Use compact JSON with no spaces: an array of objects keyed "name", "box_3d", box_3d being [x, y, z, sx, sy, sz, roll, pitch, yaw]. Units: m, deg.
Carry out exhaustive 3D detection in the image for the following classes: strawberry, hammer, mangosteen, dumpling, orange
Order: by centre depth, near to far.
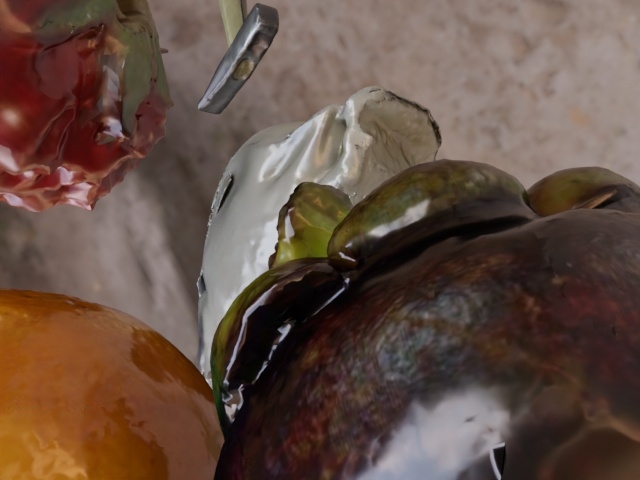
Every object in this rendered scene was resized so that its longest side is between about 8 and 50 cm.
[{"name":"hammer","box_3d":[-0.046,-0.143,0.861,0.062,0.013,0.199,-55,33,42]},{"name":"mangosteen","box_3d":[0.098,0.118,0.913,0.330,0.330,0.330,49,157,30]},{"name":"orange","box_3d":[-0.170,0.154,1.107,0.261,0.261,0.261,49,157,30]},{"name":"dumpling","box_3d":[0.000,0.000,1.309,0.142,0.172,0.247,44,112,26]},{"name":"strawberry","box_3d":[-0.294,-0.163,1.378,0.295,0.345,0.317,-98,-3,-47]}]
